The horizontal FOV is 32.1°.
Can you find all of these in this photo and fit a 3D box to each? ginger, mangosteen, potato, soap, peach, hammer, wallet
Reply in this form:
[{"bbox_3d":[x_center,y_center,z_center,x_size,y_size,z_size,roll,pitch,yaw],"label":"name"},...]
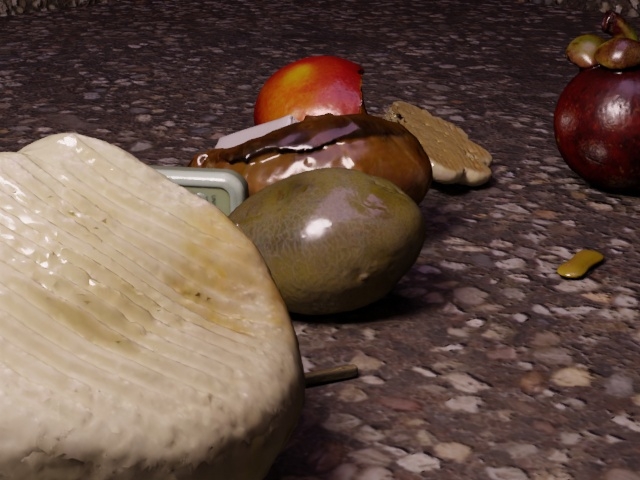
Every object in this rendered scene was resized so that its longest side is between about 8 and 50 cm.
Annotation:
[{"bbox_3d":[-0.020,-0.071,1.382,0.321,0.165,0.172,-4,28,3],"label":"ginger"},{"bbox_3d":[0.433,-0.200,1.587,0.215,0.258,0.215,-17,7,2],"label":"mangosteen"},{"bbox_3d":[0.000,0.000,1.226,0.235,0.160,0.178,0,2,23],"label":"potato"},{"bbox_3d":[0.312,0.028,1.334,0.034,0.012,0.089,14,25,32],"label":"soap"},{"bbox_3d":[0.014,-0.172,1.620,0.196,0.190,0.226,21,1,-43],"label":"peach"},{"bbox_3d":[-0.097,0.144,1.026,0.292,0.029,0.058,-7,24,-22],"label":"hammer"},{"bbox_3d":[-0.095,-0.118,1.547,0.033,0.095,0.190,27,-21,-35],"label":"wallet"}]

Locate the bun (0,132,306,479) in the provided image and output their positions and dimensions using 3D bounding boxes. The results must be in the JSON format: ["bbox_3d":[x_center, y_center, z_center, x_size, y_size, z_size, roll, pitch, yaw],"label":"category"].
[{"bbox_3d":[-0.196,0.095,0.855,0.365,0.219,0.365,20,35,-15],"label":"bun"}]

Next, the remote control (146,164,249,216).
[{"bbox_3d":[-0.249,-0.032,1.338,0.335,0.128,0.065,4,20,10],"label":"remote control"}]

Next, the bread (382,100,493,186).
[{"bbox_3d":[0.172,-0.137,1.662,0.181,0.039,0.251,27,23,-3],"label":"bread"}]
